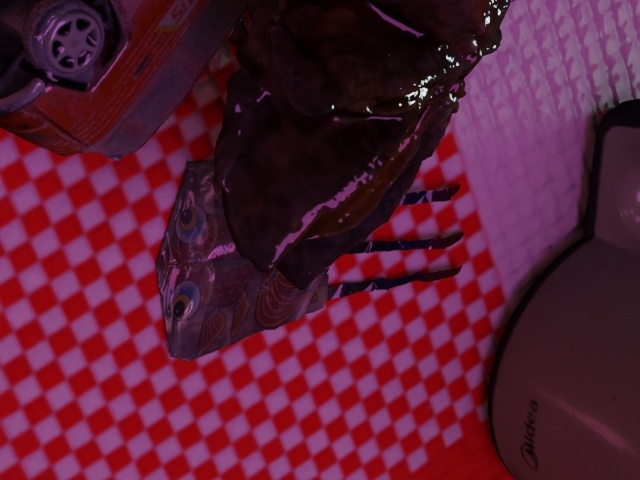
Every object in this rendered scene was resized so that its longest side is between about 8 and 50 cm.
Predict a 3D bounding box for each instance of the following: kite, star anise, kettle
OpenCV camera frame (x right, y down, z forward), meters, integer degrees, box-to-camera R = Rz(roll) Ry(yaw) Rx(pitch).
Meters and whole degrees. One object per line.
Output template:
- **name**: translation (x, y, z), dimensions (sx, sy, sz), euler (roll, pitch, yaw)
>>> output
- **kite**: translation (0.002, 0.001, 1.195), dimensions (0.229, 0.016, 0.127), euler (-10, 117, -31)
- **star anise**: translation (0.033, -0.120, 1.034), dimensions (0.331, 0.117, 0.331), euler (-54, 169, -16)
- **kettle**: translation (0.298, 0.095, 1.204), dimensions (0.250, 0.377, 0.361), euler (-17, 118, -28)

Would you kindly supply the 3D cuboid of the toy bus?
- **toy bus**: translation (-0.090, -0.161, 1.005), dimensions (0.265, 0.121, 0.120), euler (-55, 138, -3)
